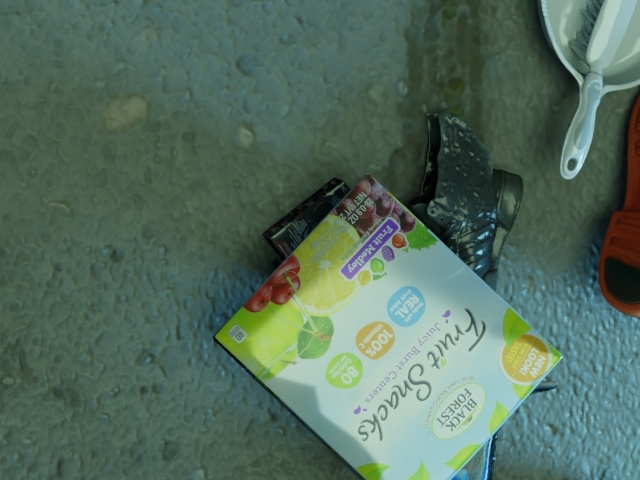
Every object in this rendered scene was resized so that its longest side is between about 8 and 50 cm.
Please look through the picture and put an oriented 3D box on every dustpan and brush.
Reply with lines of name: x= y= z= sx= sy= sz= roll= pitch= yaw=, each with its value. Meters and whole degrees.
dustpan and brush: x=0.224 y=-0.151 z=1.582 sx=0.147 sy=0.060 sz=0.211 roll=19 pitch=91 yaw=-16

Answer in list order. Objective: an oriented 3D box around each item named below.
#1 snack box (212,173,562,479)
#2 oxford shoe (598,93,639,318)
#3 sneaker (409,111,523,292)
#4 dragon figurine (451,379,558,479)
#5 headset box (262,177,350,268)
snack box: x=0.050 y=0.082 z=1.503 sx=0.207 sy=0.070 sz=0.174 roll=43 pitch=84 yaw=-1
oxford shoe: x=0.309 y=-0.058 z=1.616 sx=0.098 sy=0.097 sz=0.271 roll=27 pitch=82 yaw=-48
sneaker: x=0.106 y=-0.011 z=1.577 sx=0.089 sy=0.051 sz=0.170 roll=18 pitch=87 yaw=-16
dragon figurine: x=0.112 y=0.244 z=1.588 sx=0.144 sy=0.085 sz=0.289 roll=45 pitch=85 yaw=-15
headset box: x=0.000 y=0.000 z=1.558 sx=0.083 sy=0.032 sz=0.062 roll=-39 pitch=104 yaw=-6
